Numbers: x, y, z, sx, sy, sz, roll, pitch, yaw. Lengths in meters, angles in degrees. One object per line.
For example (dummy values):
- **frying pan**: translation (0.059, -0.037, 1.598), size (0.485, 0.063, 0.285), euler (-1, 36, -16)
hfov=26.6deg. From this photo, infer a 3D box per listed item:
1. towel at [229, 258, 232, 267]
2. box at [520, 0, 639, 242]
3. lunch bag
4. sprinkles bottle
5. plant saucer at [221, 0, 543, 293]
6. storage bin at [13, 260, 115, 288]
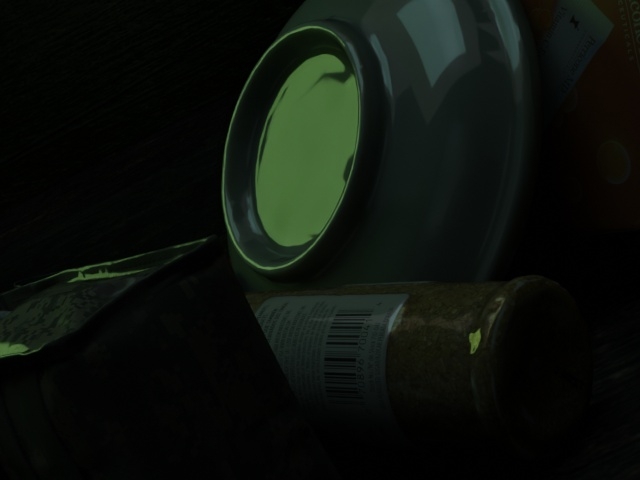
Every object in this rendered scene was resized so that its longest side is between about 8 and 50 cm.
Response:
- **towel**: translation (0.000, 0.000, 1.581), size (0.199, 0.031, 0.275), euler (-32, 15, -9)
- **box**: translation (0.217, -0.118, 1.127), size (0.168, 0.215, 0.345), euler (-15, 4, -34)
- **lunch bag**: translation (-0.151, 0.144, 0.941), size (0.287, 0.235, 0.169), euler (-13, 18, 49)
- **sprinkles bottle**: translation (0.015, 0.091, 0.970), size (0.355, 0.121, 0.121), euler (-4, 27, 43)
- **plant saucer**: translation (0.012, -0.067, 1.119), size (0.100, 0.400, 0.400), euler (11, -10, -33)
- **storage bin**: translation (-0.170, 0.072, 1.189), size (0.180, 0.084, 0.122), euler (2, 11, 41)
